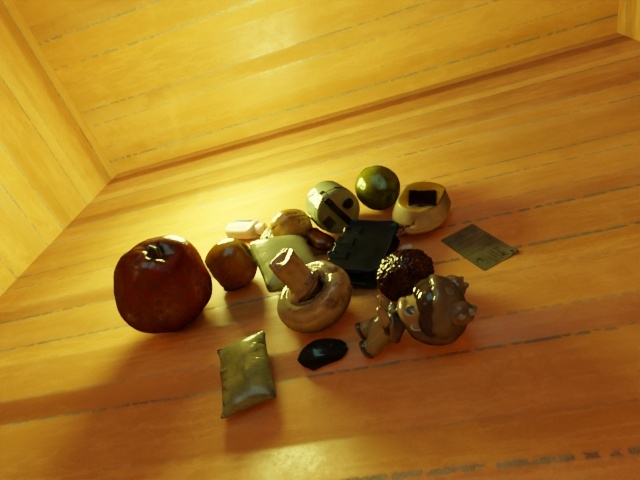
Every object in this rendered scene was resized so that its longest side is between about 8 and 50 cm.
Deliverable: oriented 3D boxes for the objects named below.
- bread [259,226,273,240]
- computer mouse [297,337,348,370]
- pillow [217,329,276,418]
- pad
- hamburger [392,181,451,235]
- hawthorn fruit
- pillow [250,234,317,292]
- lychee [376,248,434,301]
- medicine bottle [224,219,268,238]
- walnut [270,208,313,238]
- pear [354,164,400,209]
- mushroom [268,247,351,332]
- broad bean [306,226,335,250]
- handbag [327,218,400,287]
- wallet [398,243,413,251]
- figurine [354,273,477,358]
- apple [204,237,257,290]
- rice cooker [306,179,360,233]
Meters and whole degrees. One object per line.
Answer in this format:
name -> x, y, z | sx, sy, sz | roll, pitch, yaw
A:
bread -> -0.227, -0.011, 2.170 | 0.117, 0.064, 0.156 | -9, 32, 20
computer mouse -> 0.005, 0.361, 1.483 | 0.172, 0.057, 0.099 | -16, 30, 1
pillow -> -0.252, 0.432, 1.503 | 0.185, 0.075, 0.302 | -23, 34, -1
pad -> 0.597, 0.017, 1.723 | 0.160, 0.009, 0.265 | -27, 32, -10
hamburger -> 0.429, -0.135, 1.921 | 0.227, 0.151, 0.295 | 7, 33, 28
hawthorn fruit -> -0.639, 0.161, 1.821 | 0.403, 0.402, 0.403 | -14, 32, 9
pillow -> -0.138, 0.087, 1.877 | 0.255, 0.119, 0.322 | -9, 36, -18
lychee -> 0.289, 0.121, 1.560 | 0.238, 0.200, 0.200 | -10, 18, -44
medicine bottle -> -0.371, -0.058, 2.308 | 0.219, 0.078, 0.115 | 1, 35, 30
walnut -> -0.133, -0.067, 2.089 | 0.197, 0.165, 0.165 | 0, 15, -40
pear -> 0.268, -0.248, 2.123 | 0.212, 0.212, 0.269 | -24, 37, -6
mushroom -> -0.045, 0.160, 1.588 | 0.293, 0.290, 0.292 | -24, 34, 17
broad bean -> 0.000, 0.000, 2.010 | 0.114, 0.084, 0.165 | -26, 34, -35
handbag -> 0.158, 0.046, 1.824 | 0.269, 0.118, 0.325 | 7, 39, 26
wallet -> 0.329, 0.061, 1.790 | 0.061, 0.025, 0.122 | -11, 33, 27
figurine -> 0.290, 0.242, 1.398 | 0.381, 0.203, 0.248 | -26, 15, 16
apple -> -0.387, 0.107, 1.948 | 0.207, 0.237, 0.237 | -37, 32, 3
rice cooker -> 0.057, -0.150, 2.083 | 0.226, 0.226, 0.244 | -27, 28, -12
